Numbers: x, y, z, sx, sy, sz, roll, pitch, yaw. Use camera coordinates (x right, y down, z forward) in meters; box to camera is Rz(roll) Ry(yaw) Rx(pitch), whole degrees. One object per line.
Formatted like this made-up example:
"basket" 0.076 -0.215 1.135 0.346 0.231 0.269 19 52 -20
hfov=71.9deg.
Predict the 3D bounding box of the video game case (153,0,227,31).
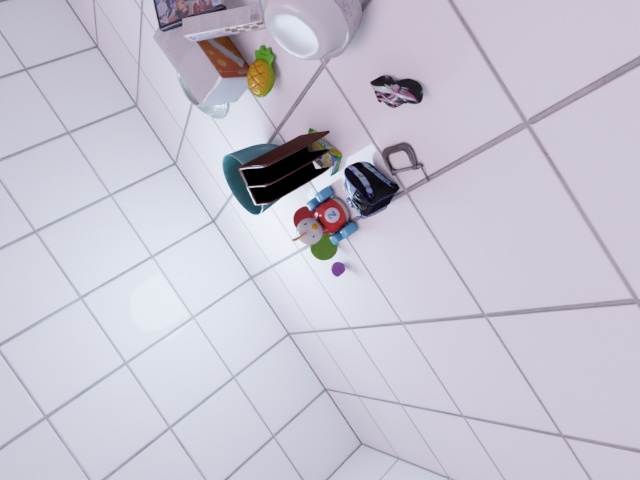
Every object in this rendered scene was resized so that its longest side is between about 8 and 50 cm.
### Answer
"video game case" -0.489 -0.923 1.595 0.274 0.035 0.249 -9 96 17

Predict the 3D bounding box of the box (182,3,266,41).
"box" -0.334 -0.765 1.553 0.323 0.063 0.067 -1 94 20

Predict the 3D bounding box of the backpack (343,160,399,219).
"backpack" 0.152 -0.180 1.505 0.173 0.158 0.117 49 146 17

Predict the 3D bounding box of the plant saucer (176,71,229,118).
"plant saucer" -0.597 -0.767 2.134 0.400 0.100 0.401 40 149 30

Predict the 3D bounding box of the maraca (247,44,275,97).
"maraca" -0.223 -0.639 1.676 0.127 0.099 0.186 28 118 29

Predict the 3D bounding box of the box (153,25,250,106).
"box" -0.460 -0.735 1.768 0.168 0.215 0.345 -36 89 37

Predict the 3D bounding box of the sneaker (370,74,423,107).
"sneaker" 0.222 -0.412 1.250 0.178 0.072 0.077 40 162 43

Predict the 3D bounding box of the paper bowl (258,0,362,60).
"paper bowl" -0.040 -0.619 1.217 0.284 0.148 0.284 25 164 7

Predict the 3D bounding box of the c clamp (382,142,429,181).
"c clamp" 0.261 -0.243 1.405 0.160 0.022 0.137 6 126 56

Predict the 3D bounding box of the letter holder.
"letter holder" -0.099 -0.261 1.573 0.214 0.301 0.152 6 125 54

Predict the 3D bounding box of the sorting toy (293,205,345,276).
"sorting toy" 0.000 0.000 2.052 0.366 0.127 0.126 57 -178 -9

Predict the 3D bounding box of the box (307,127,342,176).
"box" 0.001 -0.342 1.697 0.179 0.043 0.105 47 151 20

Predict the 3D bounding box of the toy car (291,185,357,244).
"toy car" -0.014 -0.059 1.820 0.219 0.237 0.210 55 153 0

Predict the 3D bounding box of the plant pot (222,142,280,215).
"plant pot" -0.254 -0.293 1.952 0.293 0.235 0.293 40 150 29
